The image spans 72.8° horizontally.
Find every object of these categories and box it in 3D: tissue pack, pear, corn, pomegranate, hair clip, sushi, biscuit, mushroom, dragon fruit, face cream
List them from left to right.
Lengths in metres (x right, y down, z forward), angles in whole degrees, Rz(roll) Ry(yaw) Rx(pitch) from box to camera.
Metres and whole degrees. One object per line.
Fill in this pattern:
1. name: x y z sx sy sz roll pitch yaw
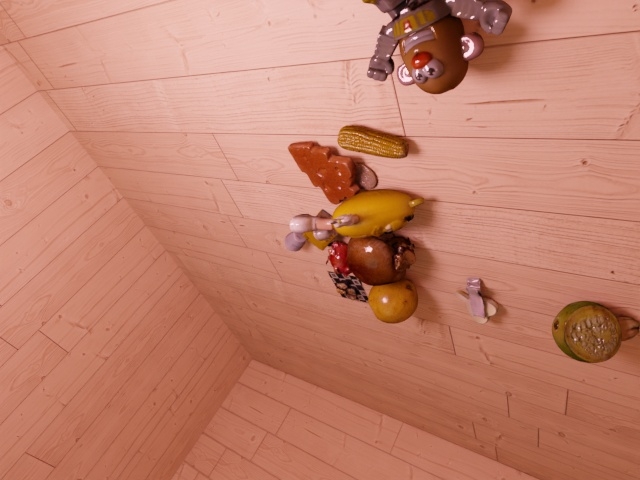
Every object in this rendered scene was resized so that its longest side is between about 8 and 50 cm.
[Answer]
1. face cream: -0.114 0.000 2.001 0.091 0.091 0.095 39 141 -7
2. tissue pack: 0.006 -0.041 1.837 0.120 0.082 0.169 38 149 -2
3. biscuit: 0.012 -0.259 1.564 0.306 0.043 0.284 38 156 4
4. dragon fruit: 0.098 0.076 1.871 0.133 0.136 0.166 -5 112 59
5. sushi: 0.133 0.246 2.146 0.193 0.040 0.210 8 140 37
6. biscuit: 0.142 -0.224 1.523 0.120 0.015 0.120 25 148 17
7. corn: 0.160 -0.304 1.341 0.231 0.080 0.080 17 144 24
8. mushroom: 0.224 0.070 1.658 0.283 0.195 0.263 -18 127 45
9. pear: 0.312 0.246 1.825 0.209 0.209 0.209 24 147 17
10. hair clip: 0.593 0.234 1.668 0.159 0.071 0.218 8 134 41
11. pomegranate: 0.867 0.276 1.402 0.190 0.241 0.159 56 -175 6

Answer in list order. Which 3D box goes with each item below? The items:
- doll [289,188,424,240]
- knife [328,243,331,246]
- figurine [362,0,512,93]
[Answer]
1. doll: 0.104 -0.078 1.502 0.423 0.348 0.161 -8 94 60
2. knife: 0.000 0.000 1.961 0.121 0.018 0.031 29 141 8
3. figurine: 0.232 -0.464 0.958 0.342 0.167 0.285 22 146 61
